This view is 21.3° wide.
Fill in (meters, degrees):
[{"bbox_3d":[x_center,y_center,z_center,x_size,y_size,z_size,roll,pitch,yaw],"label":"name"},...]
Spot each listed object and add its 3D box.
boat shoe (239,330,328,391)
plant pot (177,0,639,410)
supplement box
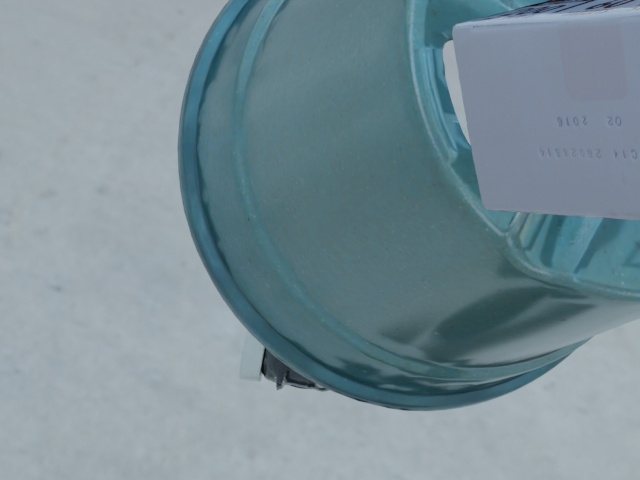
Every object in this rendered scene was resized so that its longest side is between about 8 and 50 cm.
[{"bbox_3d":[0.000,0.000,1.468,0.091,0.302,0.114,13,36,0],"label":"boat shoe"},{"bbox_3d":[0.114,-0.073,1.010,0.341,0.341,0.334,15,-10,-14],"label":"plant pot"},{"bbox_3d":[0.182,-0.071,0.618,0.239,0.073,0.130,-18,13,-32],"label":"supplement box"}]
